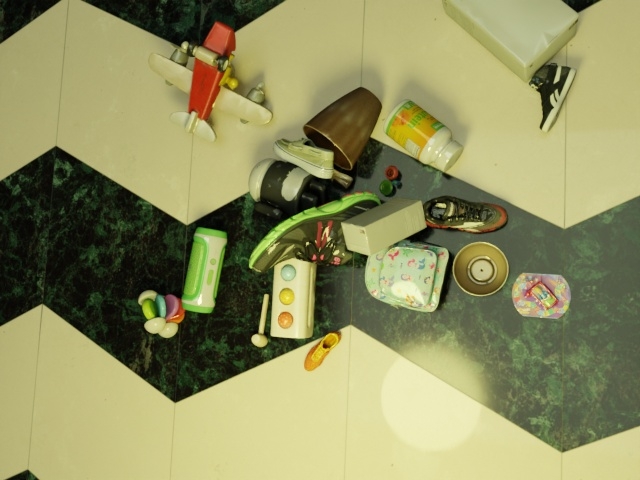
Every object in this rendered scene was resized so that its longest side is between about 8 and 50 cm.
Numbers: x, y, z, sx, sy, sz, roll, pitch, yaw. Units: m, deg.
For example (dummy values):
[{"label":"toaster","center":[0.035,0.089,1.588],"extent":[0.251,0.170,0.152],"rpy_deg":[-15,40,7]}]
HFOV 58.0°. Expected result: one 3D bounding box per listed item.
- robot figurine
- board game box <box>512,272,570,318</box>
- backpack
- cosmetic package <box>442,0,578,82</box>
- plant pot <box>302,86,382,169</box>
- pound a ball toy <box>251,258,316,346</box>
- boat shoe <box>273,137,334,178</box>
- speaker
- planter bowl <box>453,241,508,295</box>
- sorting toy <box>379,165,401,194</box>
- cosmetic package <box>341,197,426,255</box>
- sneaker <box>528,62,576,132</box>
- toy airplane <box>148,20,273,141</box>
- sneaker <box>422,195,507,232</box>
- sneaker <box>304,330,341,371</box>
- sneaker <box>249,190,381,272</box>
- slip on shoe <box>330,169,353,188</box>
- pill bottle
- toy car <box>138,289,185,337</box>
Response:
[{"label":"robot figurine","center":[-0.115,-0.177,1.989],"extent":[0.278,0.209,0.174],"rpy_deg":[22,109,19]},{"label":"board game box","center":[0.671,0.167,1.753],"extent":[0.168,0.033,0.133],"rpy_deg":[3,85,20]},{"label":"backpack","center":[0.268,0.103,1.825],"extent":[0.253,0.191,0.225],"rpy_deg":[13,92,24]},{"label":"cosmetic package","center":[0.586,-0.711,1.808],"extent":[0.217,0.156,0.385],"rpy_deg":[-42,74,11]},{"label":"plant pot","center":[0.094,-0.394,1.935],"extent":[0.215,0.215,0.230],"rpy_deg":[38,83,18]},{"label":"pound a ball toy","center":[-0.136,0.213,1.974],"extent":[0.208,0.135,0.320],"rpy_deg":[2,85,19]},{"label":"boat shoe","center":[-0.051,-0.302,1.975],"extent":[0.302,0.109,0.094],"rpy_deg":[32,113,41]},{"label":"speaker","center":[-0.420,0.106,2.088],"extent":[0.131,0.131,0.297],"rpy_deg":[10,88,20]},{"label":"planter bowl","center":[0.497,0.089,1.781],"extent":[0.161,0.109,0.162],"rpy_deg":[-2,85,19]},{"label":"sorting toy","center":[0.241,-0.199,1.940],"extent":[0.061,0.042,0.102],"rpy_deg":[26,106,35]},{"label":"cosmetic package","center":[0.198,-0.048,1.795],"extent":[0.237,0.127,0.107],"rpy_deg":[-27,112,-24]},{"label":"sneaker","center":[0.694,-0.445,1.789],"extent":[0.121,0.079,0.217],"rpy_deg":[24,85,23]},{"label":"toy airplane","center":[-0.395,-0.561,2.103],"extent":[0.384,0.272,0.386],"rpy_deg":[-13,117,28]},{"label":"sneaker","center":[0.443,-0.083,1.804],"extent":[0.275,0.135,0.098],"rpy_deg":[6,85,18]},{"label":"sneaker","center":[-0.001,0.371,1.948],"extent":[0.064,0.067,0.175],"rpy_deg":[41,100,16]},{"label":"sneaker","center":[0.000,0.000,1.855],"extent":[0.482,0.185,0.202],"rpy_deg":[-23,84,-10]},{"label":"slip on shoe","center":[0.046,-0.223,2.001],"extent":[0.135,0.051,0.041],"rpy_deg":[26,91,12]},{"label":"pill bottle","center":[0.335,-0.334,1.864],"extent":[0.245,0.136,0.136],"rpy_deg":[42,98,18]},{"label":"toy car","center":[-0.564,0.254,2.098],"extent":[0.136,0.182,0.159],"rpy_deg":[-28,61,10]}]
